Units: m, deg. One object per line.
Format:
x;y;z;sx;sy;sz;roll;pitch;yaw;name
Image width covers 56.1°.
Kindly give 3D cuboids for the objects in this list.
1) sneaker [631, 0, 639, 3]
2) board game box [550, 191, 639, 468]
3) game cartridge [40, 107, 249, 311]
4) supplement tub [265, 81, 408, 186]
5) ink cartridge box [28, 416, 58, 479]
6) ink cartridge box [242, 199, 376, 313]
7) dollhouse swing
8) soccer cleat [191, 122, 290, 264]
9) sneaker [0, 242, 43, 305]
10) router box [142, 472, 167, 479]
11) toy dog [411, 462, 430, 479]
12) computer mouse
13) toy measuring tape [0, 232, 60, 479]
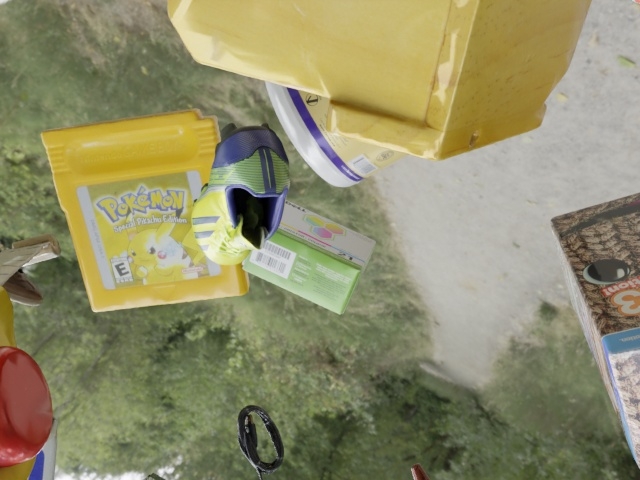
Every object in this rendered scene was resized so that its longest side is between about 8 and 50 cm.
0.608;-0.468;1.085;0.075;0.161;0.057;23;137;45;sneaker
0.399;0.061;0.632;0.291;0.232;0.141;-72;-39;-62;board game box
-0.286;-0.045;1.010;0.052;0.286;0.323;-85;-13;-69;game cartridge
0.112;-0.251;0.870;0.241;0.331;0.241;49;-156;-31;supplement tub
-0.384;0.301;0.477;0.304;0.307;0.072;6;180;-21;ink cartridge box
0.000;0.000;1.081;0.189;0.097;0.255;25;-152;6;ink cartridge box
0.073;-0.299;0.580;0.305;0.346;0.315;28;-147;33;dollhouse swing
-0.104;-0.024;0.752;0.289;0.094;0.121;119;139;-57;soccer cleat
-0.542;0.041;1.003;0.188;0.071;0.066;31;174;-11;sneaker
-0.188;0.296;0.627;0.122;0.092;0.038;-19;104;58;router box
0.167;0.424;0.824;0.160;0.220;0.334;59;173;1;toy dog
-0.074;0.326;0.738;0.071;0.241;0.041;-1;167;-12;computer mouse
-0.228;0.092;0.409;0.121;0.121;0.330;38;-171;-16;toy measuring tape
